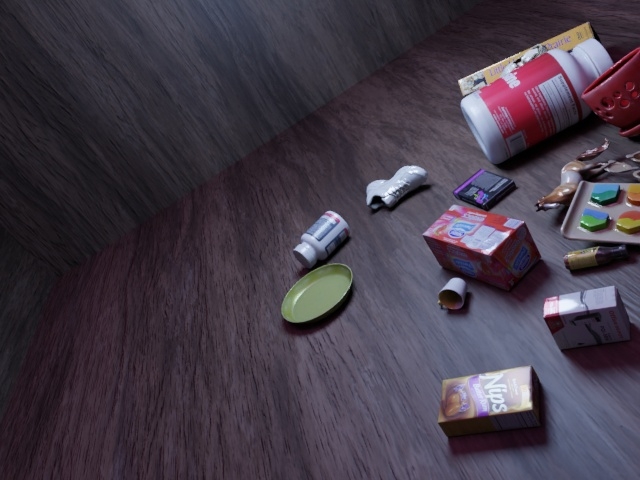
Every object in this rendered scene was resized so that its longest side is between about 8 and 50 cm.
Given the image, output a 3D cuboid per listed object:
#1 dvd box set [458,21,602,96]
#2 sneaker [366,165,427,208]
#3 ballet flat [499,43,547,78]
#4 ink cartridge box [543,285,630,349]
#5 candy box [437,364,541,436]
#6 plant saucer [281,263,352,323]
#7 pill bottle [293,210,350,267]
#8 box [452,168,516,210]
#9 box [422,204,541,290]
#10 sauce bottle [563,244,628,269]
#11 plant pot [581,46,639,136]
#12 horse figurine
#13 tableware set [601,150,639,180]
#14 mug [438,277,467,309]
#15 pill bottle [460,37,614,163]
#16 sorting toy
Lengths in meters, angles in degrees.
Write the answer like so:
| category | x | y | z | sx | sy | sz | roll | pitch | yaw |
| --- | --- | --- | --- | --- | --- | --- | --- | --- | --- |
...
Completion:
| category | x | y | z | sx | sy | sz | roll | pitch | yaw |
| --- | --- | --- | --- | --- | --- | --- | --- | --- | --- |
| dvd box set | 0.699 | -0.575 | 2.049 | 0.420 | 0.062 | 0.308 | -19 | -3 | 31 |
| sneaker | 0.250 | -0.160 | 2.035 | 0.232 | 0.090 | 0.115 | -26 | 33 | 35 |
| ballet flat | 0.611 | -0.541 | 1.895 | 0.168 | 0.052 | 0.057 | -38 | 66 | 28 |
| ink cartridge box | 0.514 | 0.151 | 1.199 | 0.135 | 0.099 | 0.056 | -16 | 32 | 32 |
| candy box | 0.326 | 0.311 | 1.201 | 0.187 | 0.053 | 0.109 | -17 | 31 | 28 |
| plant saucer | -0.004 | 0.163 | 1.824 | 0.241 | 0.037 | 0.241 | -27 | 28 | 16 |
| pill bottle | 0.000 | 0.000 | 2.007 | 0.180 | 0.108 | 0.108 | -44 | 29 | -20 |
| box | 0.476 | -0.149 | 1.812 | 0.116 | 0.029 | 0.162 | -38 | 26 | -6 |
| box | 0.393 | 0.012 | 1.535 | 0.128 | 0.122 | 0.257 | -41 | 28 | -15 |
| sauce bottle | 0.602 | 0.035 | 1.358 | 0.128 | 0.042 | 0.042 | -15 | 33 | 31 |
| plant pot | 0.811 | -0.377 | 1.616 | 0.191 | 0.174 | 0.191 | -41 | 3 | 3 |
| horse figurine | 0.664 | -0.152 | 1.570 | 0.174 | 0.066 | 0.263 | -1 | 44 | 39 |
| tableware set | 0.768 | -0.173 | 1.468 | 0.141 | 0.020 | 0.169 | -18 | 30 | -20 |
| mug | 0.320 | 0.124 | 1.507 | 0.078 | 0.062 | 0.064 | -2 | 32 | 36 |
| pill bottle | 0.646 | -0.416 | 1.838 | 0.408 | 0.229 | 0.229 | -28 | 28 | 12 |
| sorting toy | 0.670 | -0.069 | 1.395 | 0.208 | 0.038 | 0.193 | 9 | 50 | 35 |
